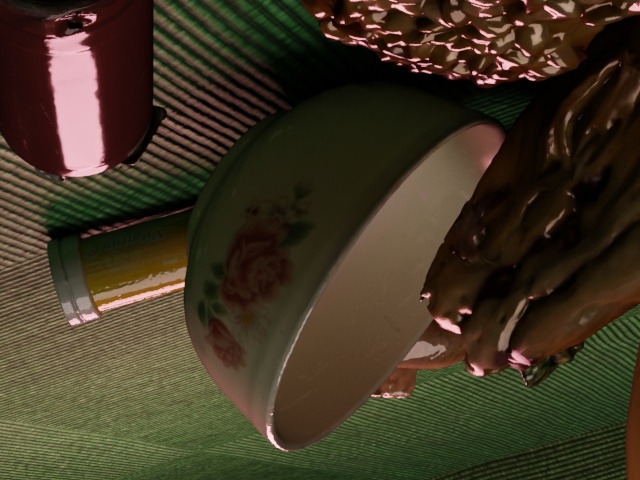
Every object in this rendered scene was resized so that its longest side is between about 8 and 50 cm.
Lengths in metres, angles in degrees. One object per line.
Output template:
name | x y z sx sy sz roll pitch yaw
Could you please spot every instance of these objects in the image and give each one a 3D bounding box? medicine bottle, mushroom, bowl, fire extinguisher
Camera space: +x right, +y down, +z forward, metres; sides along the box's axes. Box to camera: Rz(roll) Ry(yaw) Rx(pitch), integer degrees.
medicine bottle | -0.106 0.007 1.209 0.218 0.074 0.074 -15 163 -1
mushroom | -0.009 0.063 1.273 0.151 0.156 0.285 -7 -176 -42
bowl | 0.000 0.000 1.060 0.277 0.145 0.277 -49 160 -24
fire extinguisher | -0.132 -0.105 0.807 0.105 0.105 0.269 -11 162 -9

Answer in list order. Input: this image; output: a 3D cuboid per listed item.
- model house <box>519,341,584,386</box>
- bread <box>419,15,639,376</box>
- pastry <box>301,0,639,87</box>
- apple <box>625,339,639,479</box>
model house | 0.224 0.000 1.269 0.189 0.195 0.214 -24 164 5
bread | 0.229 -0.066 1.001 0.277 0.167 0.324 -30 174 -42
pastry | 0.103 -0.170 0.616 0.315 0.184 0.284 -7 161 -19
apple | 0.467 0.151 1.196 0.473 0.474 0.473 -13 163 -4
